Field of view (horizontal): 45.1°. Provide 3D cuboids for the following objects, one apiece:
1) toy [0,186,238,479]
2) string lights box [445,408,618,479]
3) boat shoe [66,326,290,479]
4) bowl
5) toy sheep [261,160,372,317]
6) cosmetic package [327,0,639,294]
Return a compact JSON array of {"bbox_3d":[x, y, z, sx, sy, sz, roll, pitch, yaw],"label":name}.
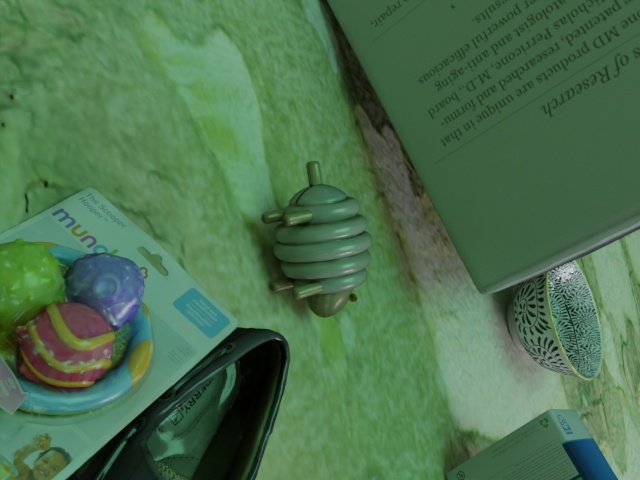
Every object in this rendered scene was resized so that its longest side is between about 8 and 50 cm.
[{"bbox_3d":[-0.149,0.046,0.400,0.137,0.056,0.237,42,42,5],"label":"toy"},{"bbox_3d":[0.241,0.304,0.716,0.077,0.133,0.259,15,41,-51],"label":"string lights box"},{"bbox_3d":[-0.095,0.152,0.435,0.102,0.092,0.285,53,38,-22],"label":"boat shoe"},{"bbox_3d":[0.293,0.102,0.996,0.170,0.080,0.170,28,53,-45],"label":"bowl"},{"bbox_3d":[0.000,0.000,0.641,0.091,0.091,0.132,-23,113,-55],"label":"toy sheep"},{"bbox_3d":[0.274,-0.201,0.829,0.329,0.327,0.393,-11,72,-55],"label":"cosmetic package"}]
